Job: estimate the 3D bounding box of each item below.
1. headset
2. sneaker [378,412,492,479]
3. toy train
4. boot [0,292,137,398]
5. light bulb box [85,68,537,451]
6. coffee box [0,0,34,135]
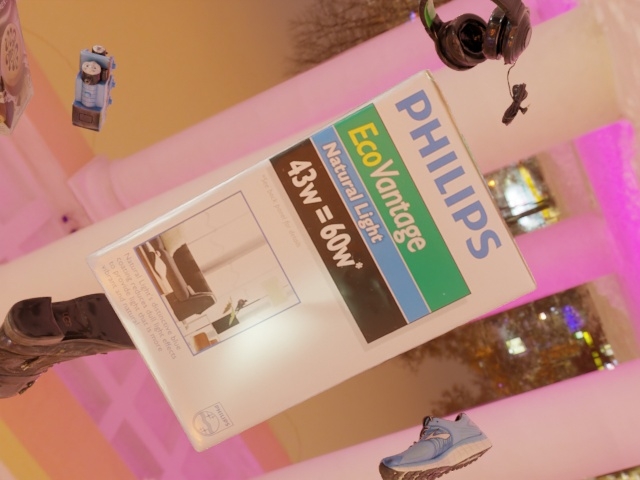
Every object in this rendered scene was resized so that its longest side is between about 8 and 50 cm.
[{"bbox_3d":[0.381,-0.451,1.583,0.394,0.244,0.185,38,-109,-36],"label":"headset"},{"bbox_3d":[0.139,0.266,0.869,0.073,0.162,0.063,61,145,31],"label":"sneaker"},{"bbox_3d":[-0.492,-0.330,1.461,0.184,0.080,0.105,115,164,-44],"label":"toy train"},{"bbox_3d":[-0.425,0.175,1.052,0.263,0.229,0.091,13,-134,-46],"label":"boot"},{"bbox_3d":[0.000,0.000,0.773,0.225,0.361,0.358,62,-171,-7],"label":"light bulb box"},{"bbox_3d":[-0.668,-0.379,1.327,0.168,0.119,0.297,-92,8,-46],"label":"coffee box"}]
